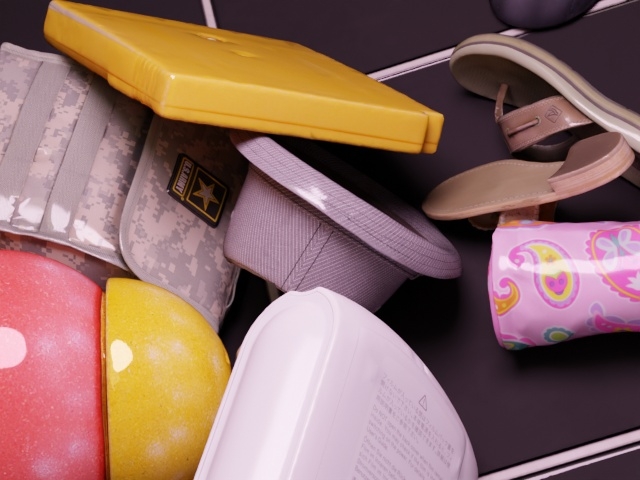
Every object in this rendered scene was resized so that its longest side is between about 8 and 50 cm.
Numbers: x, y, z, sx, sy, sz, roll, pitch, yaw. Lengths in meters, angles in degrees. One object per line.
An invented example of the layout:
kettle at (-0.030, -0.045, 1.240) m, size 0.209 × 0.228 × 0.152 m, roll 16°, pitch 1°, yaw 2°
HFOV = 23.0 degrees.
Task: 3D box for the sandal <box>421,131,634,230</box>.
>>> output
sandal at (0.196, -0.029, 1.437) m, size 0.240 × 0.079 × 0.088 m, roll -15°, pitch 26°, yaw 48°

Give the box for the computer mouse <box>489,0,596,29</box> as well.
computer mouse at (0.269, -0.337, 1.665) m, size 0.188 × 0.072 × 0.272 m, roll 23°, pitch 62°, yaw 29°

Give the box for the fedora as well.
fedora at (0.000, 0.000, 1.406) m, size 0.243 × 0.275 × 0.124 m, roll 32°, pitch 97°, yaw -6°

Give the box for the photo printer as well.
photo printer at (0.012, 0.208, 1.197) m, size 0.107 × 0.256 × 0.308 m, roll -8°, pitch 49°, yaw 35°

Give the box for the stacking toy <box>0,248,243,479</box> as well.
stacking toy at (-0.196, 0.144, 1.335) m, size 0.479 × 0.351 × 0.351 m, roll 0°, pitch 50°, yaw -7°

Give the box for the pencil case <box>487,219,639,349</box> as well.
pencil case at (0.286, 0.033, 1.341) m, size 0.284 × 0.124 × 0.124 m, roll -4°, pitch 52°, yaw 13°

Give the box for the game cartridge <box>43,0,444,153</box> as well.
game cartridge at (-0.077, -0.151, 1.467) m, size 0.285 × 0.053 × 0.323 m, roll 6°, pitch 17°, yaw -29°

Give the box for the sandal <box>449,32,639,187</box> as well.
sandal at (0.225, -0.102, 1.470) m, size 0.086 × 0.120 × 0.303 m, roll -48°, pitch 54°, yaw -5°

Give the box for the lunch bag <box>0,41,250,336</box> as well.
lunch bag at (-0.198, -0.035, 1.499) m, size 0.287 × 0.169 × 0.235 m, roll 14°, pitch 53°, yaw -1°
